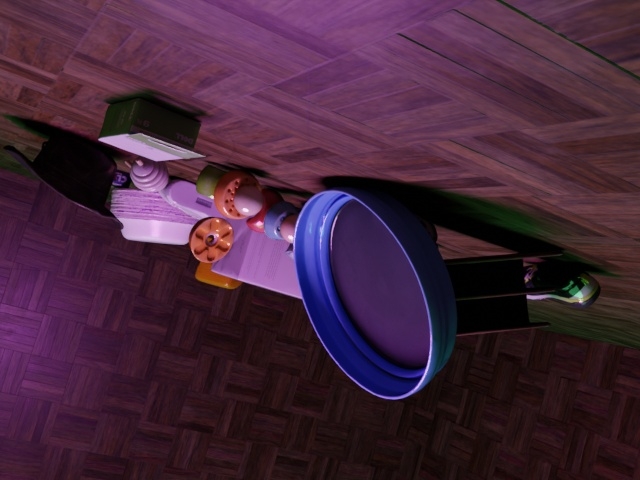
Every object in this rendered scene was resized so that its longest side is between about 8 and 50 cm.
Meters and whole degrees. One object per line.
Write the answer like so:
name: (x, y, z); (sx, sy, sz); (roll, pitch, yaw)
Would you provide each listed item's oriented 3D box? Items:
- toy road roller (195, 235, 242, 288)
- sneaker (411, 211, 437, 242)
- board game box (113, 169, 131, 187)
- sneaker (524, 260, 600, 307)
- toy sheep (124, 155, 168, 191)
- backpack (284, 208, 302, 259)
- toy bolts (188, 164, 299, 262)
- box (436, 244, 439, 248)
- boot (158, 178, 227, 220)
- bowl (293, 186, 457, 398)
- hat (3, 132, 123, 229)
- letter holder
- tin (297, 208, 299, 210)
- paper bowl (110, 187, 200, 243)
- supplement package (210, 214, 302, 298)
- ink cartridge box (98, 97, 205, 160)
toy road roller: (-0.285, 0.040, 2.480); (0.202, 0.241, 0.329); (14, 174, 24)
sneaker: (0.142, -0.020, 1.517); (0.109, 0.107, 0.275); (-13, -172, -31)
board game box: (-0.683, -0.206, 2.216); (0.243, 0.042, 0.165); (18, 175, -19)
sneaker: (0.471, 0.070, 1.556); (0.097, 0.084, 0.234); (46, 160, -26)
toy sheep: (-0.380, -0.152, 1.661); (0.091, 0.091, 0.132); (15, 169, 16)
backpack: (0.000, 0.000, 1.737); (0.165, 0.144, 0.188); (26, -179, -15)
toy bolts: (-0.141, -0.030, 1.570); (0.228, 0.218, 0.158); (11, -168, -40)
box: (0.162, 0.003, 1.828); (0.190, 0.045, 0.184); (17, 177, -19)
boot: (-0.313, -0.100, 2.039); (0.258, 0.095, 0.123); (29, 175, -30)
bowl: (0.090, 0.088, 1.350); (0.077, 0.391, 0.391); (-20, -164, -31)
hat: (-0.568, -0.168, 1.785); (0.331, 0.134, 0.331); (35, 175, 4)
letter holder: (0.288, 0.103, 1.423); (0.301, 0.152, 0.214); (-4, 176, -10)
tin: (-0.054, -0.054, 1.936); (0.106, 0.040, 0.189); (11, 174, 13)
paper bowl: (-0.485, -0.068, 2.260); (0.284, 0.148, 0.284); (5, 177, 0)
supplement package: (-0.103, 0.046, 1.975); (0.292, 0.178, 0.175); (20, 174, -31)
ink cartridge box: (-0.262, -0.173, 1.188); (0.109, 0.062, 0.209); (20, 173, -32)
